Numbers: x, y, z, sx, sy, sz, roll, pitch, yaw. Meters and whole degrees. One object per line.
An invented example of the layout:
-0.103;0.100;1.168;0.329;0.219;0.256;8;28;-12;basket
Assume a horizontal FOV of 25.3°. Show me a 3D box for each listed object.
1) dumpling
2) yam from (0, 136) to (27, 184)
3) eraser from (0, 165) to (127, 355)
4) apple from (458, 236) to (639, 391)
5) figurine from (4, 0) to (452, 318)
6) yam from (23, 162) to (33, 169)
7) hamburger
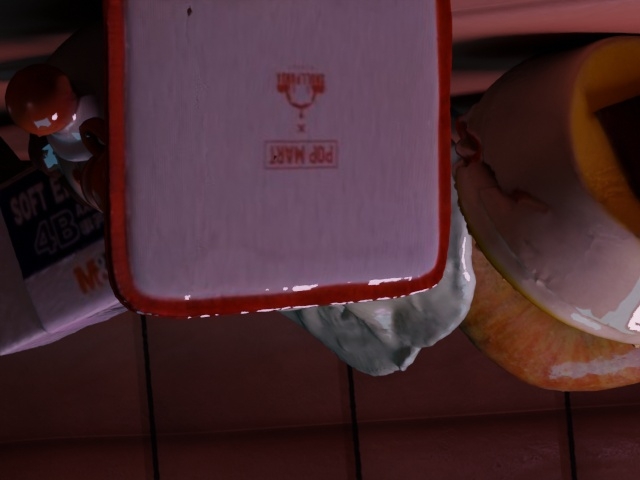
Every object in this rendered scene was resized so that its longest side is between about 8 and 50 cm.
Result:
0.002;-0.028;1.206;0.270;0.212;0.320;34;-179;-19;dumpling
-0.292;-0.061;1.177;0.069;0.070;0.146;-6;179;30;yam
-0.162;-0.012;1.106;0.287;0.130;0.086;-26;171;35;eraser
0.257;-0.007;1.318;0.309;0.278;0.250;10;-162;11;apple
-0.077;-0.057;0.712;0.183;0.160;0.226;-3;-174;-36;figurine
-0.330;-0.048;1.524;0.141;0.079;0.079;-4;179;-42;yam
0.236;-0.036;1.022;0.295;0.227;0.151;0;153;-36;hamburger
